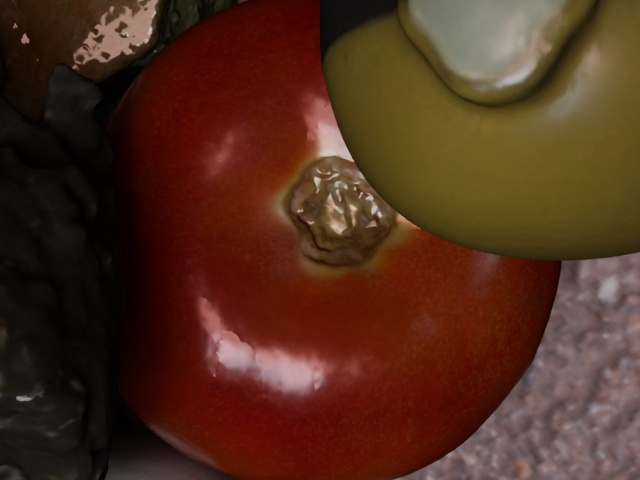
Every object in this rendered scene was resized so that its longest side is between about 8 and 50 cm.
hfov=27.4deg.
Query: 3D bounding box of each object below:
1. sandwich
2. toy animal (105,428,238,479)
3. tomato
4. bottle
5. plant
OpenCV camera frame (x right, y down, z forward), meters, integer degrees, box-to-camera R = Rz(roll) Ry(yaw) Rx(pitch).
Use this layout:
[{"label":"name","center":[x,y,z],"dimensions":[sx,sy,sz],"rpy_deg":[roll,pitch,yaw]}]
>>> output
[{"label":"sandwich","center":[-0.114,-0.098,0.553],"dimensions":[0.258,0.094,0.096],"rpy_deg":[-30,90,15]},{"label":"toy animal","center":[-0.142,0.143,0.539],"dimensions":[0.267,0.212,0.212],"rpy_deg":[39,106,5]},{"label":"tomato","center":[0.000,0.000,0.513],"dimensions":[0.195,0.136,0.195],"rpy_deg":[0,83,-4]},{"label":"bottle","center":[0.074,-0.169,0.402],"dimensions":[0.172,0.171,0.351],"rpy_deg":[-3,79,14]},{"label":"plant","center":[-0.135,0.005,0.426],"dimensions":[0.142,0.131,0.203],"rpy_deg":[-61,38,43]}]
